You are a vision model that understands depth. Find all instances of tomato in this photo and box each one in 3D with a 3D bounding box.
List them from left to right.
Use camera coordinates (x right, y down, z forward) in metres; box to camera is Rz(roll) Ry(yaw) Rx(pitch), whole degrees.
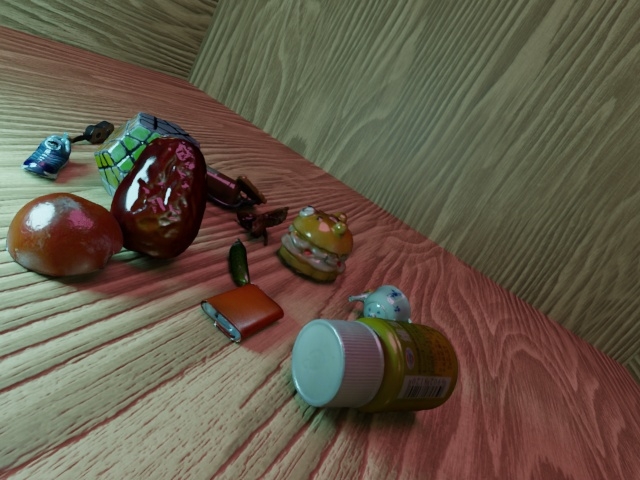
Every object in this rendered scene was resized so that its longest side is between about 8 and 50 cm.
[{"bbox_3d":[-0.552,-0.027,0.912,0.228,0.112,0.199,1,44,-21],"label":"tomato"}]

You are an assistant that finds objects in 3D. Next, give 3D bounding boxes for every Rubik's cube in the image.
[{"bbox_3d":[-0.525,-0.233,1.319,0.319,0.319,0.263,11,54,-45],"label":"Rubik's cube"}]

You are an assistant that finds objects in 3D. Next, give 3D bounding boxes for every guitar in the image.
[{"bbox_3d":[-0.842,-0.373,1.513,0.038,0.083,0.271,27,25,0],"label":"guitar"}]

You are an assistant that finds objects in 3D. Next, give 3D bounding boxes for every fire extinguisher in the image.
[{"bbox_3d":[-0.438,-0.205,1.646,0.376,0.113,0.200,28,43,-5],"label":"fire extinguisher"}]

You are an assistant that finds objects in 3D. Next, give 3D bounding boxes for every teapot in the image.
[{"bbox_3d":[0.209,0.241,1.413,0.232,0.158,0.159,33,17,33],"label":"teapot"}]

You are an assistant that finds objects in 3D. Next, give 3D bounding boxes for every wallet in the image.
[{"bbox_3d":[-0.198,0.181,1.101,0.142,0.045,0.204,39,21,16],"label":"wallet"}]

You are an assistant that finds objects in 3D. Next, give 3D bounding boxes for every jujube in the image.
[{"bbox_3d":[-0.414,-0.111,1.110,0.223,0.317,0.223,14,-9,2],"label":"jujube"}]

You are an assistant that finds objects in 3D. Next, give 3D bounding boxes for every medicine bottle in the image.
[{"bbox_3d":[0.136,0.301,1.026,0.385,0.224,0.224,14,25,-37],"label":"medicine bottle"}]

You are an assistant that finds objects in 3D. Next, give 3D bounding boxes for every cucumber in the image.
[{"bbox_3d":[-0.253,0.061,1.311,0.056,0.056,0.250,21,23,-26],"label":"cucumber"}]

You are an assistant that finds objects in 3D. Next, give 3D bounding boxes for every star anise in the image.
[{"bbox_3d":[-0.221,-0.071,1.603,0.196,0.111,0.212,21,42,33],"label":"star anise"}]

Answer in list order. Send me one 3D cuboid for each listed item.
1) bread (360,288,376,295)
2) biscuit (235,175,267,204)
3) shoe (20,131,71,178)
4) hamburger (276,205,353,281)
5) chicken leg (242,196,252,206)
[{"bbox_3d":[0.213,0.220,1.603,0.132,0.053,0.074,7,34,-50],"label":"bread"},{"bbox_3d":[-0.289,-0.207,1.736,0.163,0.035,0.250,29,-11,11],"label":"biscuit"},{"bbox_3d":[-0.784,-0.249,1.221,0.092,0.106,0.207,21,27,-22],"label":"shoe"},{"bbox_3d":[0.000,0.000,1.566,0.277,0.236,0.276,28,16,-9],"label":"hamburger"},{"bbox_3d":[-0.376,-0.192,1.779,0.205,0.053,0.093,32,2,-13],"label":"chicken leg"}]
